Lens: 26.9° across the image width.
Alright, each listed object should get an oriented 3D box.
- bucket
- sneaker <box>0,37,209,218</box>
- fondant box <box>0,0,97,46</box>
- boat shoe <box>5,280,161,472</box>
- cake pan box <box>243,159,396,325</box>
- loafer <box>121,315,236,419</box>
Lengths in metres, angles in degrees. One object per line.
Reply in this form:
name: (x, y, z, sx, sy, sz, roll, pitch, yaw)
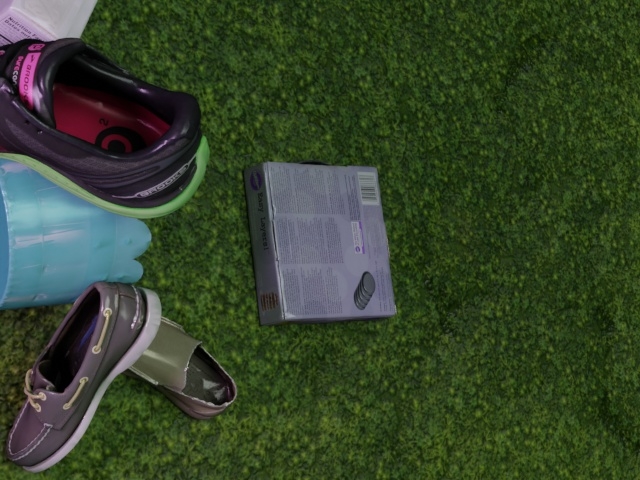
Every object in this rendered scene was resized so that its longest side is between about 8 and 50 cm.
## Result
bucket: (-0.358, -0.042, 1.707, 0.183, 0.281, 0.281, -9, 86, -34)
sneaker: (-0.353, -0.172, 1.503, 0.482, 0.202, 0.185, 12, 59, -13)
fondant box: (-0.387, -0.306, 1.699, 0.096, 0.330, 0.238, 36, 58, -30)
boat shoe: (-0.322, 0.171, 1.697, 0.091, 0.305, 0.109, 22, 24, -41)
cake pan box: (0.000, 0.000, 2.141, 0.245, 0.070, 0.267, -1, 81, -43)
loafer: (-0.218, 0.162, 1.894, 0.268, 0.092, 0.102, 37, 58, -29)
